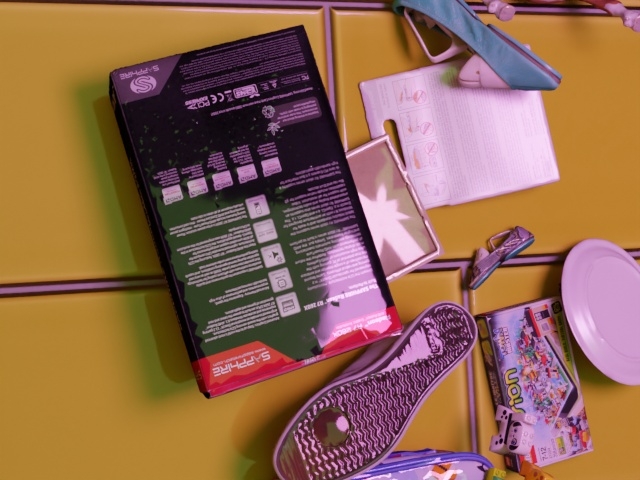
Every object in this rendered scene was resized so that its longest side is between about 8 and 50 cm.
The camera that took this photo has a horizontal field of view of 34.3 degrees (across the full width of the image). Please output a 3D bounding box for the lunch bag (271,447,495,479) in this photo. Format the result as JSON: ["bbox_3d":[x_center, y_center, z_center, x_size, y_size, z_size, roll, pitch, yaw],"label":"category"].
[{"bbox_3d":[0.073,0.366,1.229,0.303,0.115,0.243,-4,87,-19],"label":"lunch bag"}]

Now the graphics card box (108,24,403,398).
[{"bbox_3d":[-0.077,-0.035,1.162,0.232,0.094,0.371,-18,86,-13],"label":"graphics card box"}]

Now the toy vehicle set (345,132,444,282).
[{"bbox_3d":[0.000,0.000,1.251,0.266,0.035,0.166,-26,95,-14],"label":"toy vehicle set"}]

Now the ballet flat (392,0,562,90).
[{"bbox_3d":[0.181,-0.238,1.270,0.247,0.083,0.087,45,100,21],"label":"ballet flat"}]

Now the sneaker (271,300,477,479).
[{"bbox_3d":[0.061,0.191,1.219,0.290,0.123,0.106,-37,86,-17],"label":"sneaker"}]

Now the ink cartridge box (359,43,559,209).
[{"bbox_3d":[0.176,-0.138,1.325,0.224,0.056,0.181,-13,92,1],"label":"ink cartridge box"}]

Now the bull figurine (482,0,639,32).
[{"bbox_3d":[0.318,-0.346,1.320,0.310,0.188,0.101,-2,125,-10],"label":"bull figurine"}]

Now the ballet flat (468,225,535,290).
[{"bbox_3d":[0.224,0.019,1.334,0.114,0.041,0.041,-37,99,-16],"label":"ballet flat"}]

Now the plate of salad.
[{"bbox_3d":[0.380,0.094,1.359,0.199,0.048,0.200,15,62,-31],"label":"plate of salad"}]

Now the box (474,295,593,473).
[{"bbox_3d":[0.276,0.184,1.340,0.114,0.036,0.207,-13,92,-18],"label":"box"}]

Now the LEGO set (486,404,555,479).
[{"bbox_3d":[0.243,0.311,1.196,0.087,0.093,0.227,25,69,-28],"label":"LEGO set"}]
